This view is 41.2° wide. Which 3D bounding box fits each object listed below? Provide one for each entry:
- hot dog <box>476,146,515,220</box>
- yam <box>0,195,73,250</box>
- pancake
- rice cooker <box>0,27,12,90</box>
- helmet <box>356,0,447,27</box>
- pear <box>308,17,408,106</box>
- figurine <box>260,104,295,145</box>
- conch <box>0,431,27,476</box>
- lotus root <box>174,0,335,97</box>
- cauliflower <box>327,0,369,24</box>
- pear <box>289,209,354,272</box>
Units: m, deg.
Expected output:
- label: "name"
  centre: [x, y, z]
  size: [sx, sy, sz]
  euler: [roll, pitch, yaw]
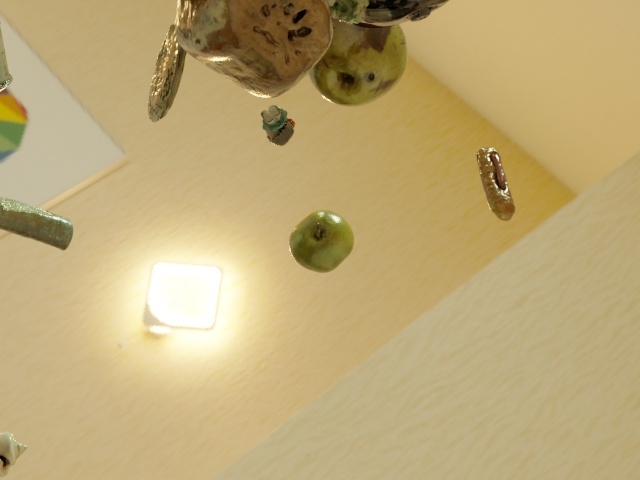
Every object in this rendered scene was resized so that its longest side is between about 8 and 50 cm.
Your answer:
- label: "hot dog"
  centre: [0.374, -0.130, 1.816]
  size: [0.047, 0.066, 0.215]
  euler: [-55, -155, 38]
- label: "yam"
  centre: [-0.578, -0.036, 1.711]
  size: [0.169, 0.068, 0.068]
  euler: [25, 5, -43]
- label: "pancake"
  centre: [-0.316, -0.344, 1.738]
  size: [0.235, 0.029, 0.212]
  euler: [44, -61, 63]
- label: "rice cooker"
  centre: [-0.870, -0.434, 2.025]
  size: [0.280, 0.241, 0.227]
  euler: [-129, -147, -55]
- label: "helmet"
  centre: [0.128, -0.530, 1.607]
  size: [0.197, 0.338, 0.271]
  euler: [10, 66, -88]
- label: "pear"
  centre: [0.082, -0.472, 2.128]
  size: [0.283, 0.283, 0.283]
  euler: [46, -22, 25]
- label: "figurine"
  centre: [-0.074, -0.205, 1.490]
  size: [0.047, 0.060, 0.106]
  euler: [29, -9, 15]
- label: "conch"
  centre: [-0.735, 0.474, 1.861]
  size: [0.094, 0.176, 0.104]
  euler: [115, -32, -44]
- label: "lotus root"
  centre: [-0.095, -0.303, 1.161]
  size: [0.291, 0.193, 0.193]
  euler: [33, -29, 59]
- label: "cauliflower"
  centre: [-0.058, -0.436, 1.460]
  size: [0.256, 0.239, 0.315]
  euler: [52, -49, 22]
- label: "pear"
  centre: [0.000, 0.000, 2.317]
  size: [0.166, 0.180, 0.216]
  euler: [63, 3, 12]
